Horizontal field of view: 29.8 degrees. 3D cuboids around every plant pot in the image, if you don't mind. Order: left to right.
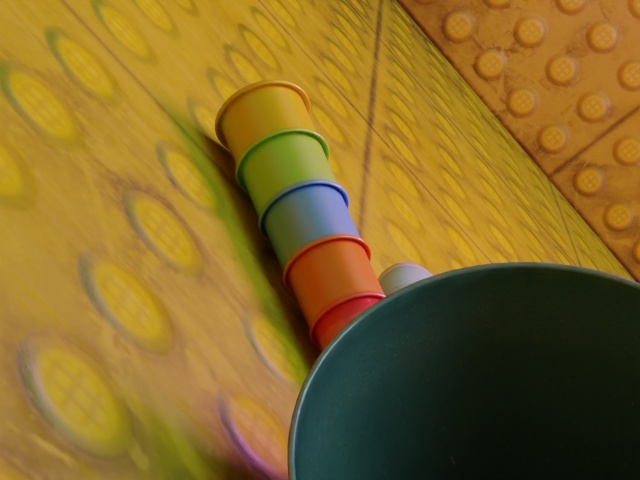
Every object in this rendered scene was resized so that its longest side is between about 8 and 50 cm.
[{"bbox_3d":[0.130,0.184,0.742,0.290,0.290,0.195,-112,-166,-45],"label":"plant pot"}]

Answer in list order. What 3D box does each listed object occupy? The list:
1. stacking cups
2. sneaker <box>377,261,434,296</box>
[{"bbox_3d":[0.000,0.000,1.045,0.096,0.096,0.316,30,28,-51],"label":"stacking cups"},{"bbox_3d":[0.152,0.133,1.142,0.256,0.094,0.151,39,12,-7],"label":"sneaker"}]
